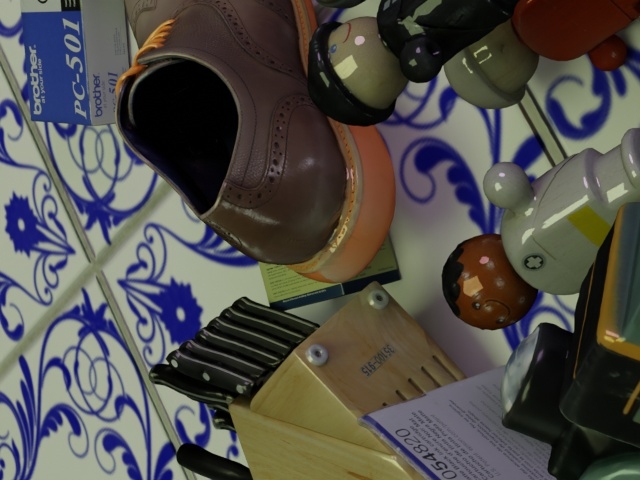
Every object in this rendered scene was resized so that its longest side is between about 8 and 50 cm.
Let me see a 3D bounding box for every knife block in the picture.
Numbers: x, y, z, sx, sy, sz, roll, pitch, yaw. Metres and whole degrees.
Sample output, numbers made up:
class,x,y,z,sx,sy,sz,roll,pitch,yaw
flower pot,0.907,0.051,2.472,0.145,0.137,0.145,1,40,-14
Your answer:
class,x,y,z,sx,sy,sz,roll,pitch,yaw
knife block,0.011,0.149,1.020,0.276,0.088,0.242,45,144,7

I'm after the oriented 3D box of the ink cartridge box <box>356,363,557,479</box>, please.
class,x,y,z,sx,sy,sz,roll,pitch,yaw
ink cartridge box,0.161,0.143,0.779,0.223,0.224,0.045,41,127,35

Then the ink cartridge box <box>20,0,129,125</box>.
class,x,y,z,sx,sy,sz,roll,pitch,yaw
ink cartridge box,-0.207,-0.201,1.236,0.097,0.046,0.207,8,106,48

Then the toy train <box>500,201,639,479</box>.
class,x,y,z,sx,sy,sz,roll,pitch,yaw
toy train,0.250,0.086,0.645,0.334,0.142,0.190,21,131,4

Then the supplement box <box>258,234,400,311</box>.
class,x,y,z,sx,sy,sz,roll,pitch,yaw
supplement box,0.000,0.000,1.048,0.083,0.056,0.083,-18,86,48

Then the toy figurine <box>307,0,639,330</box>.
class,x,y,z,sx,sy,sz,roll,pitch,yaw
toy figurine,0.118,-0.060,0.786,0.148,0.213,0.209,-34,78,34

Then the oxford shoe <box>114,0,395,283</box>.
class,x,y,z,sx,sy,sz,roll,pitch,yaw
oxford shoe,-0.077,-0.120,1.005,0.130,0.132,0.364,-59,40,22

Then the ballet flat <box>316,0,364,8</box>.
class,x,y,z,sx,sy,sz,roll,pitch,yaw
ballet flat,0.007,-0.251,0.968,0.074,0.074,0.203,-10,91,49
